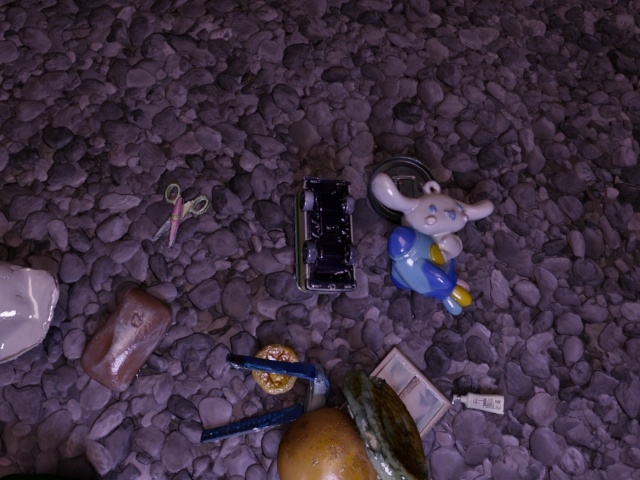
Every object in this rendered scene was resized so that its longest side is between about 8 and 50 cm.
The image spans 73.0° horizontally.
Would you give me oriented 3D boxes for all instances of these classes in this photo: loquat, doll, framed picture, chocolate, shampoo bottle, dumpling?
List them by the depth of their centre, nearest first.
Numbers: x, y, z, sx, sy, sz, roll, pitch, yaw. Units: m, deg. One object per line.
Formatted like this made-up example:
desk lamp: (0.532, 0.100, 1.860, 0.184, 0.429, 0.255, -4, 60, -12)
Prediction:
loquat: (0.018, 0.507, 0.995, 0.235, 0.235, 0.234, 1, 73, -4)
dumpling: (-0.842, 0.171, 1.068, 0.341, 0.181, 0.259, 9, 81, -25)
chocolate: (-0.506, 0.252, 1.114, 0.161, 0.083, 0.261, 28, 74, 6)
framed picture: (0.176, 0.460, 1.142, 0.289, 0.016, 0.213, -43, 81, -15)
shampoo bottle: (0.422, 0.430, 1.163, 0.141, 0.034, 0.048, 9, 80, -1)
doll: (0.306, 0.013, 1.182, 0.376, 0.187, 0.365, 6, 82, -3)

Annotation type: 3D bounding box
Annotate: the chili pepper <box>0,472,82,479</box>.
chili pepper: (-0.606, 0.623, 0.921, 0.257, 0.248, 0.233, 3, 61, -14)

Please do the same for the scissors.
scissors: (-0.414, -0.068, 1.250, 0.134, 0.020, 0.187, 25, 72, -2)

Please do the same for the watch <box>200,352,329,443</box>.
watch: (-0.130, 0.407, 1.068, 0.275, 0.068, 0.276, 12, 115, -21)

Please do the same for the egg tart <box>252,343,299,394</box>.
egg tart: (-0.119, 0.337, 1.136, 0.131, 0.052, 0.130, 2, 74, -6)

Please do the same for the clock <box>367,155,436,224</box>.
clock: (0.248, -0.152, 1.319, 0.215, 0.042, 0.214, 1, 73, -4)

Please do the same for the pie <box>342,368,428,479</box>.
pie: (0.156, 0.439, 1.005, 0.067, 0.302, 0.302, -35, 78, 15)

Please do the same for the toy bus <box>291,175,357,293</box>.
toy bus: (0.000, 0.000, 1.181, 0.143, 0.179, 0.305, 3, 72, -20)
